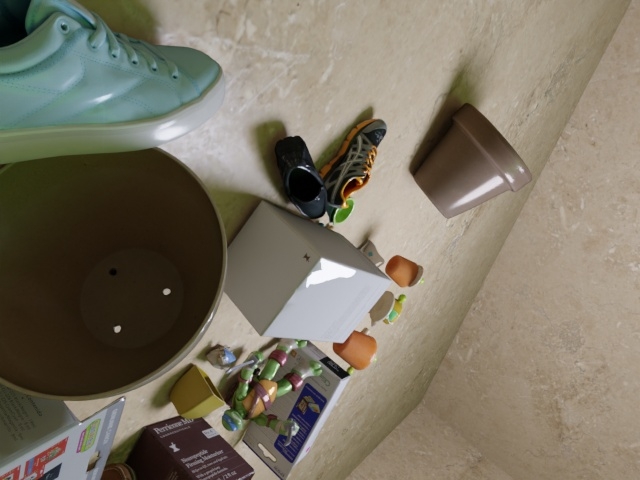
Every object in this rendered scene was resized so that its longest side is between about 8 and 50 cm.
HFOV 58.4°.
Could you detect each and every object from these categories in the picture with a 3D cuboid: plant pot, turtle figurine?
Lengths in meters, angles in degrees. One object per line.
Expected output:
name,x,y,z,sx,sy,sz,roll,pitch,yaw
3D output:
plant pot,-0.260,0.322,1.182,0.083,0.081,0.081,-36,151,-9
plant pot,-0.245,0.047,0.674,0.284,0.284,0.191,-46,170,-16
turtle figurine,-0.095,0.341,1.332,0.266,0.197,0.275,-43,167,-40
plant pot,0.371,-0.184,1.481,0.229,0.263,0.263,-39,158,14

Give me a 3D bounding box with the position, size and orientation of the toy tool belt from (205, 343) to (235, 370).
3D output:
toy tool belt,-0.202,0.247,1.216,0.051,0.052,0.083,-44,155,-2

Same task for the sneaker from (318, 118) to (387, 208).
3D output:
sneaker,0.073,-0.151,1.154,0.215,0.083,0.084,-53,153,-6

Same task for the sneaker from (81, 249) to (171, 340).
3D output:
sneaker,-0.289,0.088,0.825,0.262,0.099,0.121,-41,163,-15

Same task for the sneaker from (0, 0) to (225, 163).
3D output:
sneaker,-0.230,-0.174,0.549,0.365,0.135,0.150,-27,147,-45

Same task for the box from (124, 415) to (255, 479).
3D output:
box,-0.287,0.505,1.212,0.167,0.203,0.168,-60,154,13

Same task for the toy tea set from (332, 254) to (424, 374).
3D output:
toy tea set,0.156,0.197,1.503,0.124,0.200,0.336,33,117,-23

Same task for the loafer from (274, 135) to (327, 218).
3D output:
loafer,-0.031,-0.095,1.032,0.076,0.078,0.223,-16,149,4

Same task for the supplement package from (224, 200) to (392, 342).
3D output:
supplement package,-0.029,0.071,1.101,0.178,0.175,0.293,-52,149,10

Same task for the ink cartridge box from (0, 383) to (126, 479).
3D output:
ink cartridge box,-0.431,0.307,0.761,0.271,0.130,0.310,-23,150,-47

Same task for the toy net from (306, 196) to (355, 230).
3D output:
toy net,0.000,0.000,1.260,0.122,0.045,0.232,-27,144,-44

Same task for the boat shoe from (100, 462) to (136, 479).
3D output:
boat shoe,-0.472,0.529,1.035,0.307,0.110,0.104,-44,154,-20

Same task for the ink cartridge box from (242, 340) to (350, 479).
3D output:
ink cartridge box,-0.073,0.457,1.551,0.069,0.175,0.371,-6,127,-58

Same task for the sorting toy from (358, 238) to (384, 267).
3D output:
sorting toy,0.125,0.052,1.503,0.083,0.075,0.045,-42,152,-22
